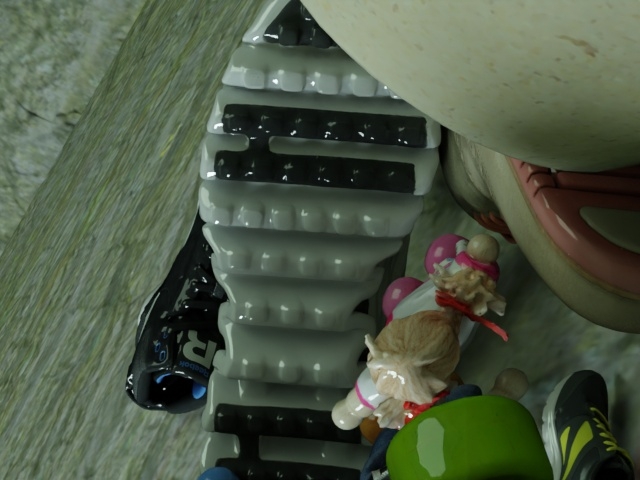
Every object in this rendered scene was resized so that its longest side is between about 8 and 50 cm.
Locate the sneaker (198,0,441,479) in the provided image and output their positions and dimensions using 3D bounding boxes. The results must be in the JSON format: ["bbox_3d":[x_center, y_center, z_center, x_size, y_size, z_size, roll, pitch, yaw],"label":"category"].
[{"bbox_3d":[0.000,0.000,0.811,0.118,0.110,0.292,-61,-19,-70],"label":"sneaker"}]

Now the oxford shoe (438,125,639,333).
[{"bbox_3d":[0.114,-0.042,0.722,0.348,0.123,0.130,-86,8,-61],"label":"oxford shoe"}]

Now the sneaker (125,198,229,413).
[{"bbox_3d":[-0.067,0.039,1.144,0.217,0.079,0.121,-58,17,34],"label":"sneaker"}]

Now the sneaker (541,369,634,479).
[{"bbox_3d":[0.104,0.083,0.623,0.035,0.031,0.083,-26,38,39],"label":"sneaker"}]

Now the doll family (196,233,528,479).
[{"bbox_3d":[0.015,0.119,0.695,0.263,0.118,0.163,-46,3,17],"label":"doll family"}]

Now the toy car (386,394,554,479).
[{"bbox_3d":[-0.012,0.136,0.487,0.149,0.188,0.155,-47,47,37],"label":"toy car"}]

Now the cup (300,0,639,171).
[{"bbox_3d":[0.109,-0.159,0.523,0.237,0.331,0.331,-53,16,35],"label":"cup"}]
